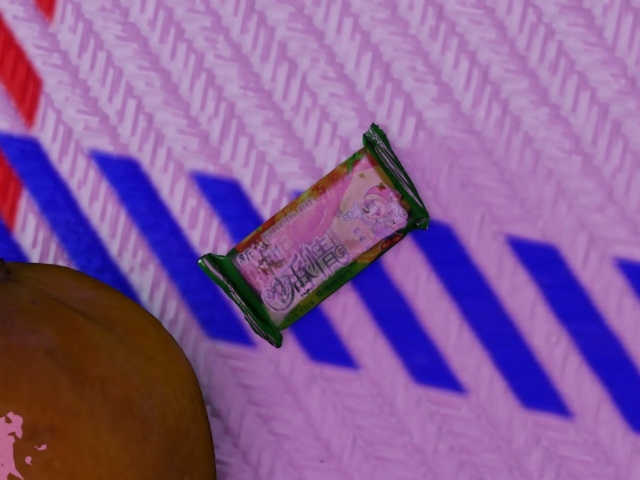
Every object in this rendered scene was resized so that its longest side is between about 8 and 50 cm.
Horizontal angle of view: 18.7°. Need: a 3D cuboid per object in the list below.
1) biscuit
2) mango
[{"bbox_3d":[0.000,0.000,0.736,0.089,0.016,0.046,-37,84,10],"label":"biscuit"},{"bbox_3d":[-0.148,0.123,0.714,0.262,0.130,0.167,-42,89,15],"label":"mango"}]
